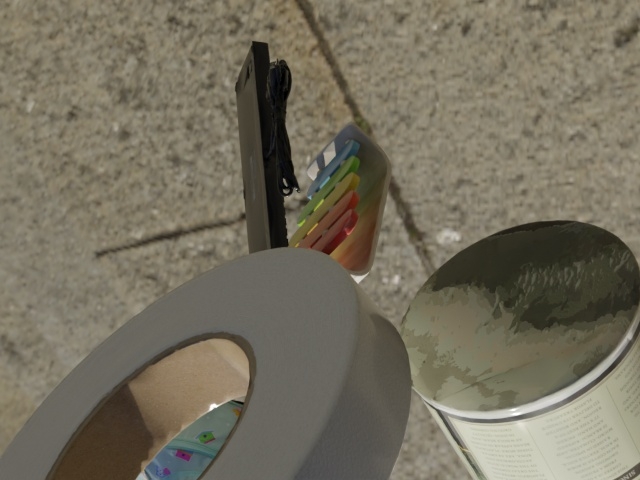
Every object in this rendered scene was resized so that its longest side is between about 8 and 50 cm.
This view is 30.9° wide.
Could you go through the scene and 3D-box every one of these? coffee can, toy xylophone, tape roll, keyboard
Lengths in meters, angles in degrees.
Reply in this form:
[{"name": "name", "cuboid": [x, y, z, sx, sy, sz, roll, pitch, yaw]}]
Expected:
[{"name": "coffee can", "cuboid": [0.211, 0.149, 0.968, 0.201, 0.201, 0.275, -17, 126, 22]}, {"name": "toy xylophone", "cuboid": [0.000, 0.000, 1.532, 0.081, 0.322, 0.236, 33, 120, -15]}, {"name": "tape roll", "cuboid": [-0.111, 0.166, 0.846, 0.392, 0.392, 0.072, -27, 119, 28]}, {"name": "keyboard", "cuboid": [-0.059, -0.088, 1.363, 0.033, 0.317, 0.201, -1, 161, -16]}]

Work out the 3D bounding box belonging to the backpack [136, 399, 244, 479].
[{"name": "backpack", "cuboid": [-0.116, 0.242, 1.239, 0.188, 0.144, 0.166, 30, 144, -12]}]
